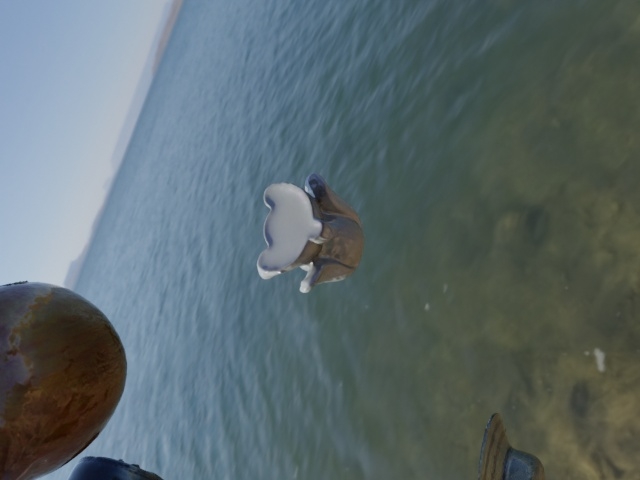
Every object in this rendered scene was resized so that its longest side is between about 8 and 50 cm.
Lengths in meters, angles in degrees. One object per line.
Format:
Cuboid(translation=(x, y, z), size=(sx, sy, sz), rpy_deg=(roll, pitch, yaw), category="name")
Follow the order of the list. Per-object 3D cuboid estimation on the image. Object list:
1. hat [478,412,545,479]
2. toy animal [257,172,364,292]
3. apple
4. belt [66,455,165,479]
Cuboid(translation=(0.403, 0.487, 1.229), size=(0.110, 0.252, 0.251), rpy_deg=(2, 67, 28), category="hat")
Cuboid(translation=(0.000, 0.000, 1.392), size=(0.206, 0.265, 0.271), rpy_deg=(-6, 72, 35), category="toy animal")
Cuboid(translation=(-0.322, 0.150, 0.645), size=(0.211, 0.211, 0.188), rpy_deg=(-66, -12, 8), category="apple")
Cuboid(translation=(-0.349, 0.466, 1.057), size=(0.267, 0.207, 0.116), rpy_deg=(119, 173, -52), category="belt")
